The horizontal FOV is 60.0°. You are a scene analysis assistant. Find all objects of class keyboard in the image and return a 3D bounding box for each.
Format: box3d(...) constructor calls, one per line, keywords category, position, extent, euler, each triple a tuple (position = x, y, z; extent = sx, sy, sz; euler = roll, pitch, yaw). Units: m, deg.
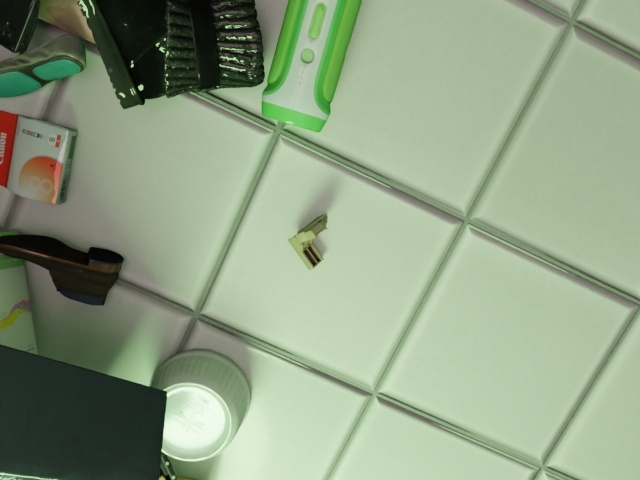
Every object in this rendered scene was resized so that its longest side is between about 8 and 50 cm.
box3d(category="keyboard", position=(-0.627, -0.414, 0.948), extent=(0.317, 0.033, 0.202), euler=(33, 104, 6))

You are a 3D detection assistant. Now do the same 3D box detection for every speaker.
box3d(category="speaker", position=(-0.010, -0.342, 0.942), extent=(0.131, 0.131, 0.297), euler=(16, 101, -3))

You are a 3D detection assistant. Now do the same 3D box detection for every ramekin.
box3d(category="ramekin", position=(-0.247, 0.330, 1.090), extent=(0.207, 0.109, 0.207), euler=(0, 101, 0))

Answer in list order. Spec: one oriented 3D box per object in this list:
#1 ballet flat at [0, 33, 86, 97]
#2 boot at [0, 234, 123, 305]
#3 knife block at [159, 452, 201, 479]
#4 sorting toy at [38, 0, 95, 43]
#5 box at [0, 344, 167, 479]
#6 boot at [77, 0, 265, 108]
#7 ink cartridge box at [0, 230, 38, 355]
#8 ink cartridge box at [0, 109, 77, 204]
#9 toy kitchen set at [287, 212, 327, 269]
box3d(category="ballet flat", position=(-0.504, -0.309, 0.980), extent=(0.213, 0.072, 0.068), euler=(-11, 71, 16))
box3d(category="boot", position=(-0.492, 0.059, 1.033), extent=(0.219, 0.082, 0.106), euler=(14, 109, -21))
box3d(category="knife block", position=(-0.351, 0.532, 1.096), extent=(0.242, 0.088, 0.276), euler=(18, 75, -16))
box3d(category="sorting toy", position=(-0.414, -0.426, 0.965), extent=(0.274, 0.046, 0.132), euler=(23, 100, -4))
box3d(category="box", position=(-0.495, 0.334, 0.920), extent=(0.312, 0.179, 0.343), euler=(-27, 140, 29))
box3d(category="boot", position=(-0.240, -0.393, 0.884), extent=(0.260, 0.131, 0.348), euler=(-15, 128, -5))
box3d(category="ink cartridge box", position=(-0.660, 0.171, 1.027), extent=(0.207, 0.119, 0.354), euler=(-8, 93, 1))
box3d(category="ink cartridge box", position=(-0.554, -0.158, 1.022), extent=(0.179, 0.045, 0.146), euler=(14, 101, -6))
box3d(category="toy kitchen set", position=(0.000, 0.000, 1.047), extent=(0.068, 0.083, 0.075), euler=(-42, 102, -34))
